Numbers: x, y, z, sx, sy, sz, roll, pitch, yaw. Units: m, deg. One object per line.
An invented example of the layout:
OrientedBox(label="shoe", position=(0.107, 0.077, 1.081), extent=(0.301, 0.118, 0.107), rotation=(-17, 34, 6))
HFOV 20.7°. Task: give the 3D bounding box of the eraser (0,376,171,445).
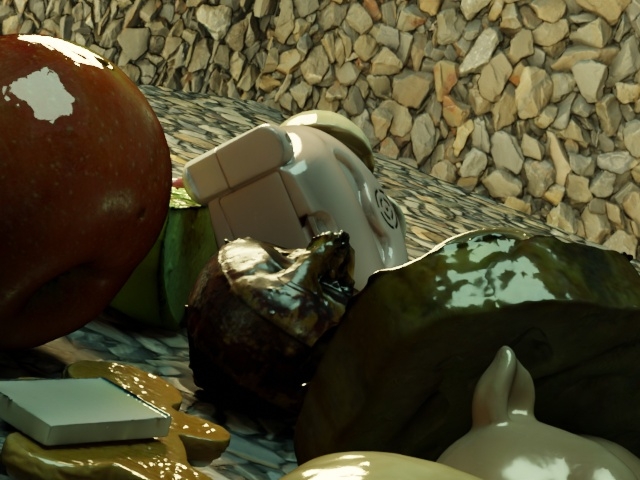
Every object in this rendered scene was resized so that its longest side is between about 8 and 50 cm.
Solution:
OrientedBox(label="eraser", position=(-0.220, 0.152, 1.576), extent=(0.104, 0.023, 0.150), rotation=(24, 13, 37))

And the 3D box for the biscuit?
OrientedBox(label="biscuit", position=(-0.192, 0.183, 1.646), extent=(0.216, 0.047, 0.339), rotation=(15, 10, -12))

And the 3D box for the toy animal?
OrientedBox(label="toy animal", position=(0.199, 0.251, 1.499), extent=(0.269, 0.237, 0.326), rotation=(33, 8, 0))

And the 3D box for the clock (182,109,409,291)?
OrientedBox(label="clock", position=(0.000, 0.000, 2.190), extent=(0.184, 0.342, 0.326), rotation=(-19, -4, 21))

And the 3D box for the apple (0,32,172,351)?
OrientedBox(label="apple", position=(-0.319, -0.048, 1.840), extent=(0.348, 0.348, 0.277), rotation=(1, 50, -55))

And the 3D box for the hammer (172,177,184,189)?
OrientedBox(label="hammer", position=(-0.158, -0.073, 2.222), extent=(0.083, 0.031, 0.052), rotation=(1, 9, -38))

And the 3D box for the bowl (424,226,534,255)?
OrientedBox(label="bowl", position=(0.192, 0.087, 1.969), extent=(0.337, 0.157, 0.337), rotation=(-12, 32, 8))

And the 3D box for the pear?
OrientedBox(label="pear", position=(-0.262, -0.001, 2.181), extent=(0.292, 0.159, 0.292), rotation=(16, 7, -2))

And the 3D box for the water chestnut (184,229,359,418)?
OrientedBox(label="water chestnut", position=(-0.035, 0.084, 1.921), extent=(0.224, 0.238, 0.223), rotation=(27, 11, -6))

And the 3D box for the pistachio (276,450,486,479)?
OrientedBox(label="pistachio", position=(0.093, 0.260, 1.268), extent=(0.318, 0.193, 0.214), rotation=(13, -35, 14))

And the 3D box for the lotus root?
OrientedBox(label="lotus root", position=(0.151, 0.148, 1.638), extent=(0.390, 0.375, 0.111), rotation=(52, 18, -49))
